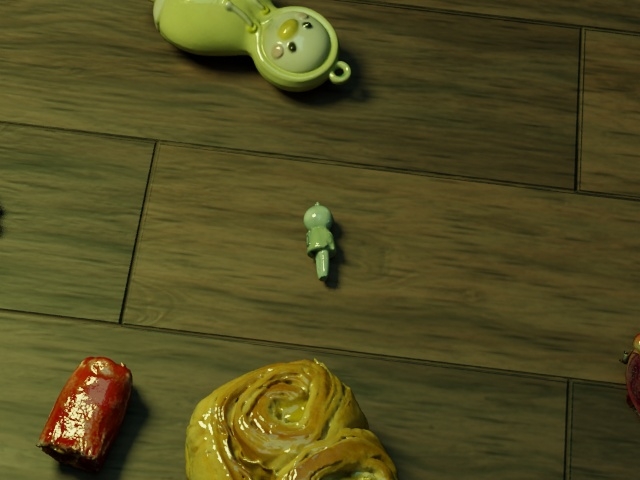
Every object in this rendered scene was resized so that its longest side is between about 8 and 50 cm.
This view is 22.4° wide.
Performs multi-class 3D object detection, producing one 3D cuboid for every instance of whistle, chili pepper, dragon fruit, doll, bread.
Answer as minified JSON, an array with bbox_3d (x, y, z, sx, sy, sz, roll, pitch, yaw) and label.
[{"bbox_3d":[0.000,0.000,1.838,0.035,0.035,0.100,-2,60,-5],"label":"whistle"},{"bbox_3d":[-0.240,0.179,1.698,0.073,0.070,0.123,-8,51,45],"label":"chili pepper"},{"bbox_3d":[0.382,0.151,1.727,0.068,0.112,0.126,-24,62,-33],"label":"dragon fruit"},{"bbox_3d":[-0.092,-0.269,1.948,0.296,0.117,0.141,26,64,13],"label":"doll"},{"bbox_3d":[-0.029,0.241,1.639,0.198,0.120,0.236,-22,62,-17],"label":"bread"}]
